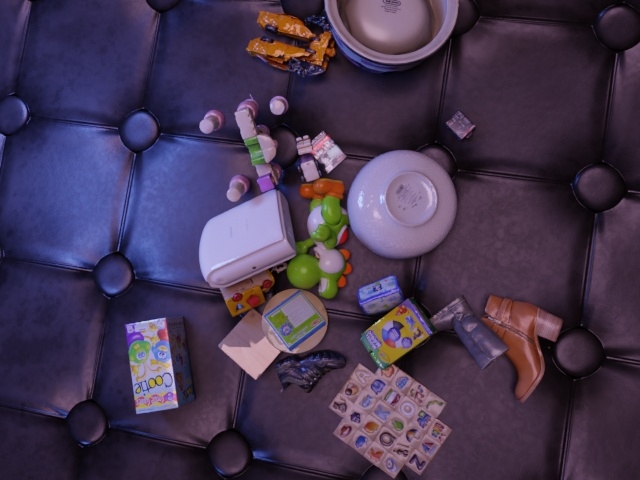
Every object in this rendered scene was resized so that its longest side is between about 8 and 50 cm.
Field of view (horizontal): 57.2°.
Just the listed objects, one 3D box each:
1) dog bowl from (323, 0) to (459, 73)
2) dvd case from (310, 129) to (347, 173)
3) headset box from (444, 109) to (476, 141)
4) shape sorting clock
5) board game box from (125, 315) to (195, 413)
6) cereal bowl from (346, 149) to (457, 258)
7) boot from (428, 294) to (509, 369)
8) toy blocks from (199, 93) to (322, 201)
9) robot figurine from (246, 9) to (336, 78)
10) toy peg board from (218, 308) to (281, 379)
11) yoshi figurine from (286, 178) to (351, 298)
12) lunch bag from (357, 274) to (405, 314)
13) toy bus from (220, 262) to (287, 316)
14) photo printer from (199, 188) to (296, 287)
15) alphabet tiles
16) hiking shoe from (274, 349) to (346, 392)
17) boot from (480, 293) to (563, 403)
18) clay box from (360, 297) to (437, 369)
[{"bbox_3d":[0.207,-0.699,1.806,0.408,0.150,0.408,1,81,-3],"label":"dog bowl"},{"bbox_3d":[0.017,-0.287,1.905,0.087,0.013,0.119,-42,79,3],"label":"dvd case"},{"bbox_3d":[0.440,-0.356,1.835,0.062,0.032,0.083,-44,81,4],"label":"headset box"},{"bbox_3d":[-0.080,0.252,1.843,0.206,0.040,0.206,0,65,-1],"label":"shape sorting clock"},{"bbox_3d":[-0.507,0.389,1.863,0.142,0.144,0.275,-11,83,8],"label":"board game box"},{"bbox_3d":[0.253,-0.112,1.751,0.339,0.141,0.339,0,86,-6],"label":"cereal bowl"},{"bbox_3d":[0.420,0.291,1.735,0.189,0.076,0.208,-42,73,22],"label":"boot"},{"bbox_3d":[-0.173,-0.308,1.835,0.309,0.260,0.288,-16,109,9],"label":"toy blocks"},{"bbox_3d":[-0.082,-0.641,1.914,0.291,0.085,0.211,19,89,11],"label":"robot figurine"},{"bbox_3d":[-0.208,0.331,1.867,0.161,0.079,0.160,39,76,9],"label":"toy peg board"},{"bbox_3d":[-0.022,0.000,1.808,0.203,0.203,0.362,-2,87,23],"label":"yoshi figurine"},{"bbox_3d":[0.183,0.169,1.771,0.129,0.151,0.096,-22,83,7],"label":"lunch bag"},{"bbox_3d":[-0.214,0.158,1.849,0.202,0.104,0.191,6,42,23],"label":"toy bus"},{"bbox_3d":[-0.236,-0.001,1.812,0.307,0.107,0.256,-24,44,13],"label":"photo printer"},{"bbox_3d":[0.212,0.546,1.806,0.342,0.011,0.285,34,91,10],"label":"alphabet tiles"},{"bbox_3d":[-0.024,0.411,1.828,0.227,0.086,0.114,-9,97,14],"label":"hiking shoe"},{"bbox_3d":[0.557,0.312,1.728,0.220,0.109,0.283,20,100,17],"label":"boot"},{"bbox_3d":[0.224,0.287,1.770,0.222,0.053,0.127,-42,71,20],"label":"clay box"}]
